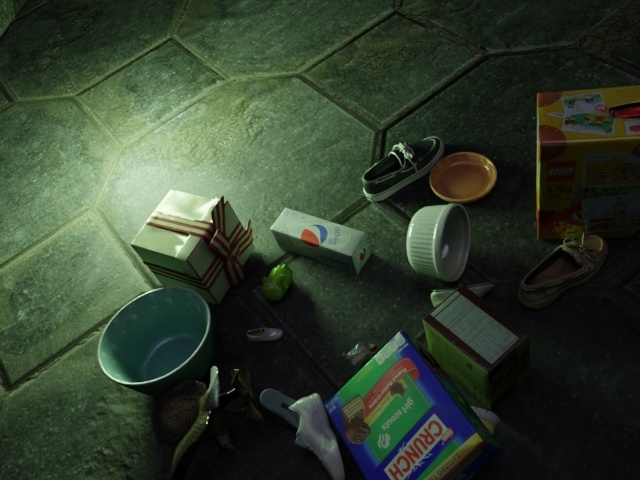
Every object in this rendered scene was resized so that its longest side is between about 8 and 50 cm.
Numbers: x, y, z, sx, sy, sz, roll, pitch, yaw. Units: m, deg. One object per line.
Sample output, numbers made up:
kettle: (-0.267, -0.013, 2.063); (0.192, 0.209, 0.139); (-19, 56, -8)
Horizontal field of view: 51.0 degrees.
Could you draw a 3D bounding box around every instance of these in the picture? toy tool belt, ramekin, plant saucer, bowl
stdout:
toy tool belt: (0.099, 0.283, 1.722); (0.083, 0.052, 0.051); (-39, 60, -16)
ramekin: (0.313, 0.003, 1.792); (0.109, 0.207, 0.207); (5, 53, 33)
plant saucer: (0.428, -0.183, 2.012); (0.199, 0.037, 0.200); (-9, 51, 11)
bowl: (-0.413, 0.292, 1.787); (0.311, 0.163, 0.312); (-9, 45, 10)

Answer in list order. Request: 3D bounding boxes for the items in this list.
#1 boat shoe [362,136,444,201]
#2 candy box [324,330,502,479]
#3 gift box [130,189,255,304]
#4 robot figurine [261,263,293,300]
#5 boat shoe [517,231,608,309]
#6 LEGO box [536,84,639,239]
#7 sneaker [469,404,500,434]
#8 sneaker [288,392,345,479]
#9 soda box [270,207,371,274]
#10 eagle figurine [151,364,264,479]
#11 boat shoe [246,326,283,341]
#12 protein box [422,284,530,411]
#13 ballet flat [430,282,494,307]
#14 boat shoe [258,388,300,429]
boat shoe: (0.254, -0.245, 2.071); (0.306, 0.105, 0.113); (-31, 50, -9)
candy box: (0.194, 0.410, 1.480); (0.268, 0.122, 0.317); (-47, 49, 12)
gift box: (-0.350, -0.002, 1.959); (0.258, 0.255, 0.276); (15, 63, 29)
robot figurine: (-0.123, 0.123, 1.909); (0.101, 0.067, 0.115); (-8, 44, 47)
boat shoe: (0.625, 0.068, 1.711); (0.285, 0.089, 0.104); (-37, 50, -14)
LEGO box: (0.803, -0.189, 1.682); (0.499, 0.373, 0.193); (-1, 52, 17)
sneaker: (0.297, 0.416, 1.536); (0.208, 0.081, 0.094); (8, 67, 29)
sneaker: (-0.011, 0.470, 1.563); (0.094, 0.080, 0.212); (-19, 61, -10)
soda box: (0.000, 0.000, 1.953); (0.286, 0.098, 0.091); (19, 60, 28)
eagle figurine: (-0.287, 0.443, 1.609); (0.298, 0.226, 0.225); (-27, 85, 0)
boat shoe: (-0.153, 0.254, 1.832); (0.100, 0.035, 0.035); (-6, 50, 13)
protein box: (0.366, 0.251, 1.566); (0.136, 0.200, 0.201); (-38, 51, -15)
ballet flat: (0.374, 0.147, 1.759); (0.168, 0.057, 0.053); (-10, 77, 14)
boat shoe: (-0.070, 0.428, 1.651); (0.183, 0.083, 0.065); (31, 63, 5)
